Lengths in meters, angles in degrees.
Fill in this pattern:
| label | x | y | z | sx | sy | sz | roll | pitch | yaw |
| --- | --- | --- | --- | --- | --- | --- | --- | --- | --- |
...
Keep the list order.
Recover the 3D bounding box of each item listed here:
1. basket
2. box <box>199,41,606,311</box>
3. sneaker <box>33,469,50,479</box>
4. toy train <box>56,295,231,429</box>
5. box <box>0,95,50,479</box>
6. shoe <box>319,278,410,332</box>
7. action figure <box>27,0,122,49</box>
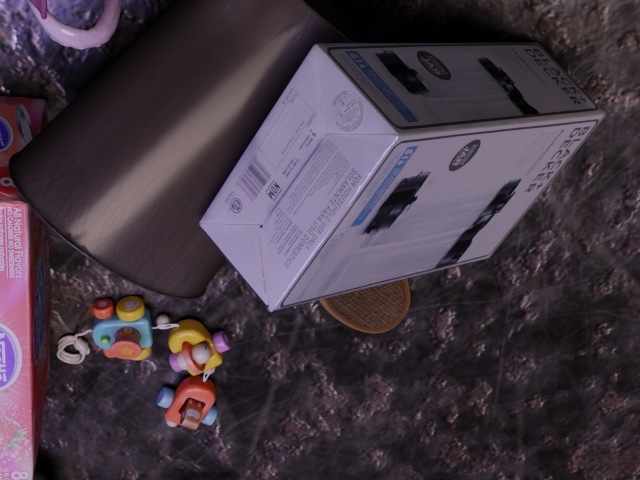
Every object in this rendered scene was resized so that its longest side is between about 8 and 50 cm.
| label | x | y | z | sx | sy | sz | roll | pitch | yaw |
| --- | --- | --- | --- | --- | --- | --- | --- | --- | --- |
| basket | -0.080 | -0.091 | 0.996 | 0.227 | 0.154 | 0.204 | -47 | 152 | 11 |
| box | 0.069 | -0.055 | 0.996 | 0.290 | 0.087 | 0.169 | -10 | 143 | -53 |
| sneaker | -0.389 | 0.317 | 1.320 | 0.313 | 0.136 | 0.116 | -22 | 126 | 13 |
| toy train | -0.151 | 0.119 | 1.243 | 0.166 | 0.046 | 0.125 | 28 | 120 | -23 |
| box | -0.296 | 0.044 | 1.110 | 0.142 | 0.154 | 0.300 | 3 | 126 | -6 |
| shoe | 0.000 | 0.000 | 1.163 | 0.076 | 0.058 | 0.219 | -43 | 124 | 5 |
| action figure | -0.346 | -0.247 | 0.891 | 0.370 | 0.248 | 0.276 | -15 | 149 | 6 |
